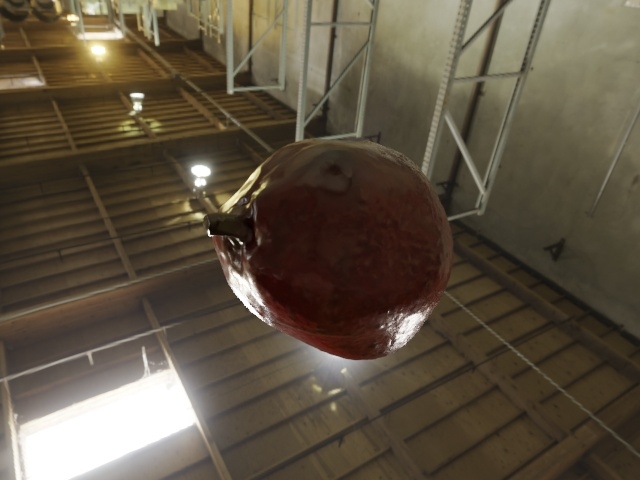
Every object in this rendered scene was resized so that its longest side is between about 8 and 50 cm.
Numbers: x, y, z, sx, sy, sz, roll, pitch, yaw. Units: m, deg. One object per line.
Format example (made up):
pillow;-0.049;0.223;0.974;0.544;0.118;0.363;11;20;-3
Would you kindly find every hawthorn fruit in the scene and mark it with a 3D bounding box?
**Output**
hawthorn fruit;0.000;0.000;0.570;0.307;0.265;0.265;11;-154;-35
